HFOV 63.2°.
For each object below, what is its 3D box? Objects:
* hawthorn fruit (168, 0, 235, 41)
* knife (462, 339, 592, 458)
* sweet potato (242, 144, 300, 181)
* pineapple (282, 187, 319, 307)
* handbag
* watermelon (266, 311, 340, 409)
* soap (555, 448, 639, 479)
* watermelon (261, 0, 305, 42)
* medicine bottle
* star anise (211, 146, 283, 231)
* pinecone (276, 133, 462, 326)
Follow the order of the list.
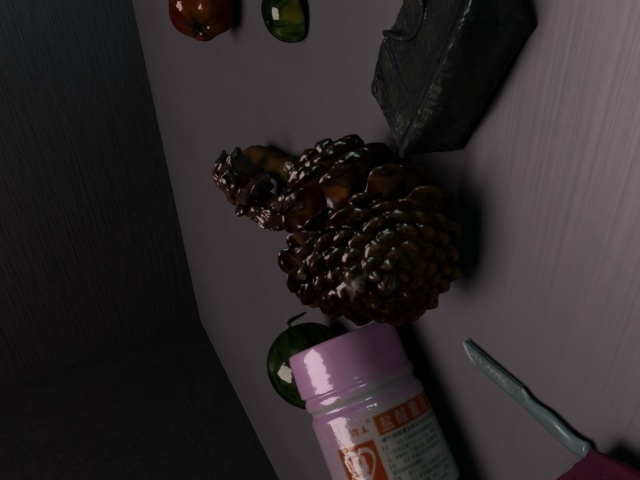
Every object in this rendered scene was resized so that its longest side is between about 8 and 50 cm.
[{"bbox_3d":[-0.272,-0.572,1.194,0.162,0.162,0.204,148,122,-68],"label":"hawthorn fruit"},{"bbox_3d":[0.251,0.194,0.653,0.210,0.015,0.028,43,151,52],"label":"knife"},{"bbox_3d":[-0.106,-0.169,1.167,0.273,0.075,0.075,28,131,57],"label":"sweet potato"},{"bbox_3d":[0.000,0.000,0.990,0.128,0.128,0.248,140,117,-67],"label":"pineapple"},{"bbox_3d":[0.123,-0.214,0.582,0.270,0.088,0.175,109,146,-56],"label":"handbag"},{"bbox_3d":[-0.031,0.265,1.152,0.215,0.188,0.188,57,154,20],"label":"watermelon"},{"bbox_3d":[0.295,0.382,0.538,0.220,0.127,0.325,32,136,60],"label":"soap"},{"bbox_3d":[-0.070,-0.398,0.918,0.105,0.062,0.105,56,161,30],"label":"watermelon"},{"bbox_3d":[0.092,0.309,0.869,0.316,0.202,0.202,67,158,12],"label":"medicine bottle"},{"bbox_3d":[-0.159,-0.099,1.179,0.223,0.109,0.236,51,165,-22],"label":"star anise"},{"bbox_3d":[0.055,-0.029,0.707,0.292,0.246,0.246,-107,15,-46],"label":"pinecone"}]
